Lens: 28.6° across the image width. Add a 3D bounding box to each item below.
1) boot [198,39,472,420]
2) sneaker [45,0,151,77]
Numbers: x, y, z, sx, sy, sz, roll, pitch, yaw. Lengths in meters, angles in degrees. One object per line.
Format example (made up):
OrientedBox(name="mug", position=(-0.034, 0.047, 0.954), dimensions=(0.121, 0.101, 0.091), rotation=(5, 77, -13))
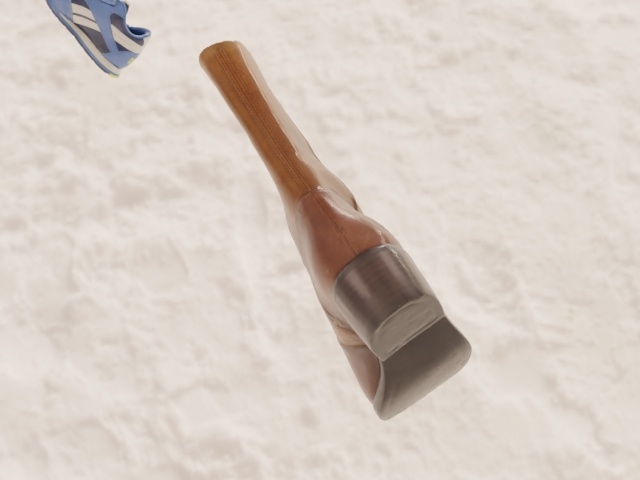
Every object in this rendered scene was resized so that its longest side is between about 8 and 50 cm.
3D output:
OrientedBox(name="boot", position=(0.000, 0.000, 1.034), dimensions=(0.096, 0.264, 0.280), rotation=(-37, 63, 1))
OrientedBox(name="sneaker", position=(-0.212, -0.217, 1.144), dimensions=(0.059, 0.144, 0.053), rotation=(-35, 36, 7))
